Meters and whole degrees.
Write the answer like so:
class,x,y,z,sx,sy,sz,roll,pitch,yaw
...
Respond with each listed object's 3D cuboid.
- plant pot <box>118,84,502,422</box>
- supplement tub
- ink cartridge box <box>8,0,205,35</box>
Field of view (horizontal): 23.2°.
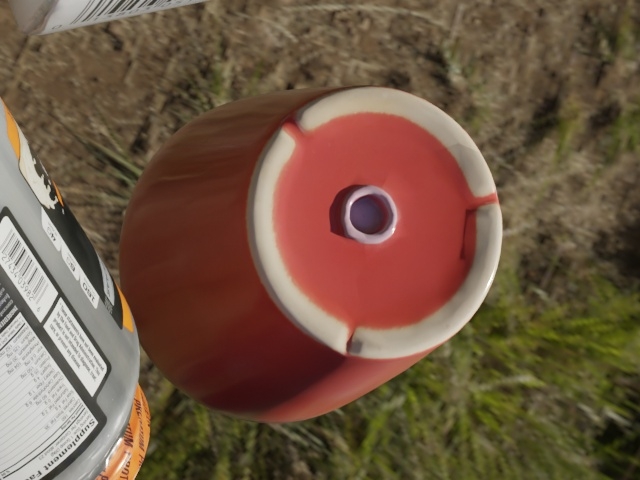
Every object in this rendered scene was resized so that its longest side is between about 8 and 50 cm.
class,x,y,z,sx,sy,sz,roll,pitch,yaw
plant pot,0.000,0.000,1.190,0.275,0.243,0.275,3,82,-19
supplement tub,-0.220,0.030,0.842,0.193,0.193,0.316,-39,137,-15
ink cartridge box,-0.076,-0.334,0.898,0.308,0.091,0.385,-17,89,-26
